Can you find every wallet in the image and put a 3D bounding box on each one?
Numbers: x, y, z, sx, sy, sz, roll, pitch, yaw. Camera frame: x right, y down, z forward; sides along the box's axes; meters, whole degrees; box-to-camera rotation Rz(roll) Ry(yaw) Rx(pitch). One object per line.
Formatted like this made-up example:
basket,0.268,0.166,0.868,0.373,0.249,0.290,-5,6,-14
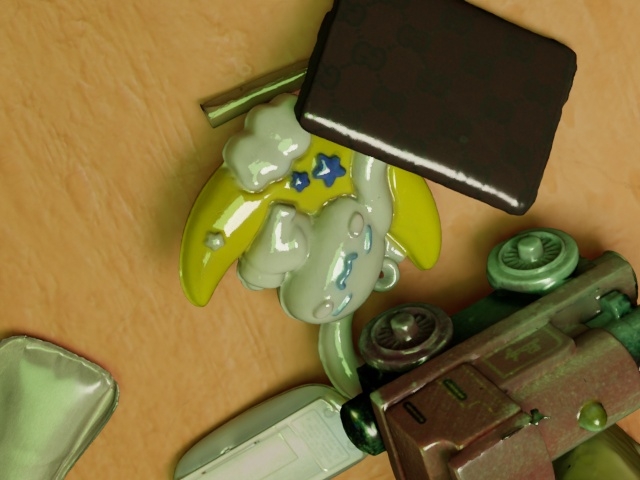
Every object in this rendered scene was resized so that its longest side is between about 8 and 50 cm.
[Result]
wallet,0.104,-0.135,1.309,0.229,0.049,0.182,22,68,-9

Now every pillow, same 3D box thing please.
pillow,-0.292,0.200,1.422,0.131,0.038,0.232,29,101,-6

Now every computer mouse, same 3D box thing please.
computer mouse,-0.045,0.207,1.427,0.199,0.045,0.102,-33,107,13

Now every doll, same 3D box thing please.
doll,0.000,0.000,1.340,0.237,0.111,0.252,22,91,-24

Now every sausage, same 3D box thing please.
sausage,-0.051,-0.134,1.349,0.116,0.026,0.026,-23,105,3

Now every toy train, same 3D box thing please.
toy train,0.175,0.116,1.289,0.304,0.221,0.150,-29,124,-15

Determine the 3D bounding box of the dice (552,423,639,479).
dice,0.233,0.305,1.370,0.227,0.233,0.238,42,99,-10
